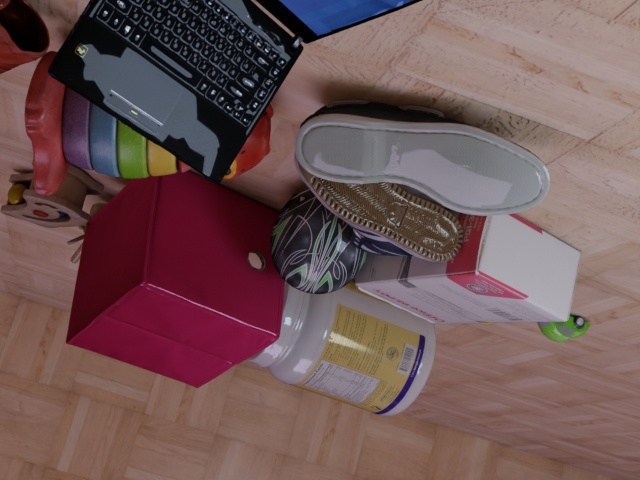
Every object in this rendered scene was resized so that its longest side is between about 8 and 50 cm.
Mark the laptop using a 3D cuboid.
[{"bbox_3d":[-0.064,-0.191,0.947,0.137,0.264,0.234,30,178,43],"label":"laptop"}]

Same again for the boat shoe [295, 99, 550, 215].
[{"bbox_3d":[0.124,-0.110,1.252,0.303,0.091,0.114,15,120,5],"label":"boat shoe"}]

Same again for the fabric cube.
[{"bbox_3d":[-0.235,0.059,1.745,0.258,0.254,0.259,26,140,-30],"label":"fabric cube"}]

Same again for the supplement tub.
[{"bbox_3d":[0.036,0.195,2.084,0.331,0.241,0.241,22,163,-20],"label":"supplement tub"}]

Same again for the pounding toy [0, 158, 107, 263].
[{"bbox_3d":[-0.493,-0.054,1.895,0.270,0.154,0.154,-2,160,42],"label":"pounding toy"}]

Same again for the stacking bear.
[{"bbox_3d":[-0.205,-0.146,1.318,0.289,0.164,0.175,6,141,-4],"label":"stacking bear"}]

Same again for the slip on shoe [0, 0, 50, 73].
[{"bbox_3d":[-0.390,-0.284,1.132,0.101,0.123,0.331,-10,160,6],"label":"slip on shoe"}]

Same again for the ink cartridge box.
[{"bbox_3d":[0.222,0.045,1.621,0.207,0.117,0.283,25,161,-32],"label":"ink cartridge box"}]

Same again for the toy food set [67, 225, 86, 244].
[{"bbox_3d":[-0.386,-0.038,1.981,0.192,0.038,0.132,-8,-165,38],"label":"toy food set"}]

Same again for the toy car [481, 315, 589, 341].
[{"bbox_3d":[0.389,0.141,1.905,0.225,0.053,0.239,21,163,-17],"label":"toy car"}]

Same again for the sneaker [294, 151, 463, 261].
[{"bbox_3d":[0.055,-0.056,1.479,0.282,0.099,0.153,32,169,-24],"label":"sneaker"}]

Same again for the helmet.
[{"bbox_3d":[0.000,0.000,1.633,0.170,0.169,0.161,18,-179,-9],"label":"helmet"}]
